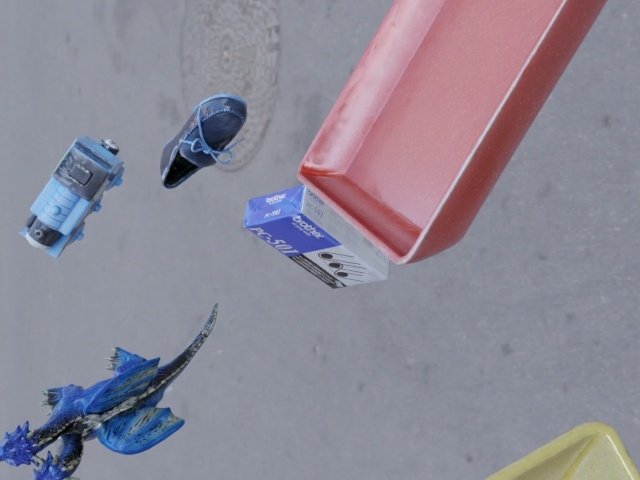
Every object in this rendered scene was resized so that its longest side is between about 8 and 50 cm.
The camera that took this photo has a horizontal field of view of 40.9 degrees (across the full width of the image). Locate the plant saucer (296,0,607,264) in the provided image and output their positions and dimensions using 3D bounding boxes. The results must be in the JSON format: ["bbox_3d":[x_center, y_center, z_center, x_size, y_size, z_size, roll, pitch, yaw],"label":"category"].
[{"bbox_3d":[0.095,-0.121,0.642,0.258,0.048,0.259,-60,23,7],"label":"plant saucer"}]

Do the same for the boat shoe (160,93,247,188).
[{"bbox_3d":[-0.204,-0.164,1.527,0.258,0.109,0.089,-40,38,52],"label":"boat shoe"}]

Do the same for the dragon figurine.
[{"bbox_3d":[-0.197,0.165,0.874,0.144,0.289,0.085,4,116,61],"label":"dragon figurine"}]

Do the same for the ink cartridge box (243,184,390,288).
[{"bbox_3d":[0.000,0.000,1.163,0.097,0.207,0.046,-12,57,34],"label":"ink cartridge box"}]

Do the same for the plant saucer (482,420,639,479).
[{"bbox_3d":[0.152,0.358,0.651,0.332,0.333,0.081,63,165,11],"label":"plant saucer"}]

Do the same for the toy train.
[{"bbox_3d":[-0.339,-0.060,1.169,0.184,0.080,0.105,-52,4,8],"label":"toy train"}]
